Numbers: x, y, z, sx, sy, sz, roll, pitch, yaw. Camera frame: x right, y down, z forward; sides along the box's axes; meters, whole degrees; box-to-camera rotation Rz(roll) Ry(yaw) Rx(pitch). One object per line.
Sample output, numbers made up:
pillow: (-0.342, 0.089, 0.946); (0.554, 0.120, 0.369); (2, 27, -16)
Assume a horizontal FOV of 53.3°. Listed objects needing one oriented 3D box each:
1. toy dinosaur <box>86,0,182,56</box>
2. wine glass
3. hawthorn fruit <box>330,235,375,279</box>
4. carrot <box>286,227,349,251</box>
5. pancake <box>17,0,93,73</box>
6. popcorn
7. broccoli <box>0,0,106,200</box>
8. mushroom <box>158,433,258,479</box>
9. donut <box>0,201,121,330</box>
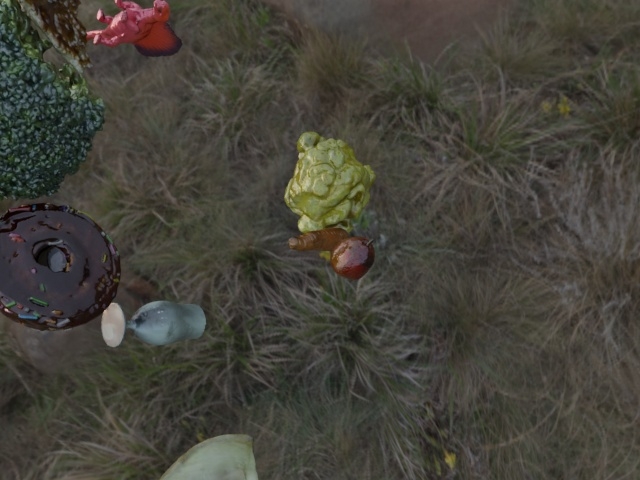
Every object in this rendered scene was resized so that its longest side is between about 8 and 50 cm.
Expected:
toy dinosaur: (-0.346, -0.372, 1.181); (0.286, 0.138, 0.070); (-11, 71, 44)
wine glass: (-0.335, 0.169, 1.306); (0.092, 0.202, 0.093); (-6, 81, 42)
hawthorn fruit: (0.055, 0.028, 1.044); (0.077, 0.077, 0.077); (-8, 59, 13)
carrot: (0.000, 0.000, 1.446); (0.059, 0.248, 0.059); (2, 93, 29)
pancake: (-0.413, -0.395, 1.025); (0.057, 0.245, 0.266); (-18, 17, 14)
popcorn: (0.015, -0.141, 1.640); (0.234, 0.250, 0.242); (-14, 58, 17)
broccoli: (-0.525, -0.223, 1.056); (0.277, 0.318, 0.338); (-34, 14, 2)
mushroom: (-0.171, 0.488, 0.998); (0.211, 0.218, 0.292); (-1, 29, -23)
donut: (-0.459, 0.047, 1.076); (0.089, 0.235, 0.235); (-34, 48, 40)
